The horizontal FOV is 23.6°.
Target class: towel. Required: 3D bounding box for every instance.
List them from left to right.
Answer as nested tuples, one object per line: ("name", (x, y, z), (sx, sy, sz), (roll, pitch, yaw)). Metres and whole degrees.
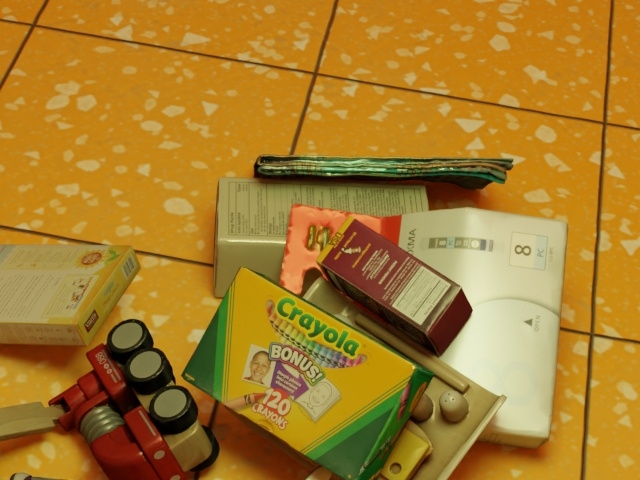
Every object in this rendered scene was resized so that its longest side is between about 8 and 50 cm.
("towel", (0.085, -0.103, 2.310), (0.370, 0.040, 0.271), (1, 0, -3))

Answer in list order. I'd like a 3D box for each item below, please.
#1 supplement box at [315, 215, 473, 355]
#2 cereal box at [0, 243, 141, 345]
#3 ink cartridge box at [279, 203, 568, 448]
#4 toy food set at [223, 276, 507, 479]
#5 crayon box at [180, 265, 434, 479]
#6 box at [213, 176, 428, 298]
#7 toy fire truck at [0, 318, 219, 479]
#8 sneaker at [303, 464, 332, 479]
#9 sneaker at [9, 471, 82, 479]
("supplement box", (0.098, 0.060, 2.022), (0.188, 0.104, 0.081), (33, 81, 23))
("cereal box", (-0.389, 0.073, 2.117), (0.240, 0.047, 0.173), (0, 38, 27))
("ink cartridge box", (0.131, 0.102, 2.081), (0.384, 0.091, 0.308), (8, 71, 0))
("toy food set", (0.056, 0.210, 1.977), (0.306, 0.092, 0.220), (33, 79, 25))
("crayon box", (-0.017, 0.170, 1.932), (0.278, 0.081, 0.165), (29, 90, 24))
("box", (0.000, 0.000, 2.240), (0.311, 0.121, 0.148), (3, 44, -4))
("toy fire truck", (-0.289, 0.236, 1.963), (0.246, 0.158, 0.217), (-32, 47, -9))
("sneaker", (-0.020, 0.349, 1.908), (0.061, 0.054, 0.152), (30, 73, 5))
("sneaker", (-0.324, 0.368, 1.848), (0.098, 0.083, 0.224), (0, 43, -13))
